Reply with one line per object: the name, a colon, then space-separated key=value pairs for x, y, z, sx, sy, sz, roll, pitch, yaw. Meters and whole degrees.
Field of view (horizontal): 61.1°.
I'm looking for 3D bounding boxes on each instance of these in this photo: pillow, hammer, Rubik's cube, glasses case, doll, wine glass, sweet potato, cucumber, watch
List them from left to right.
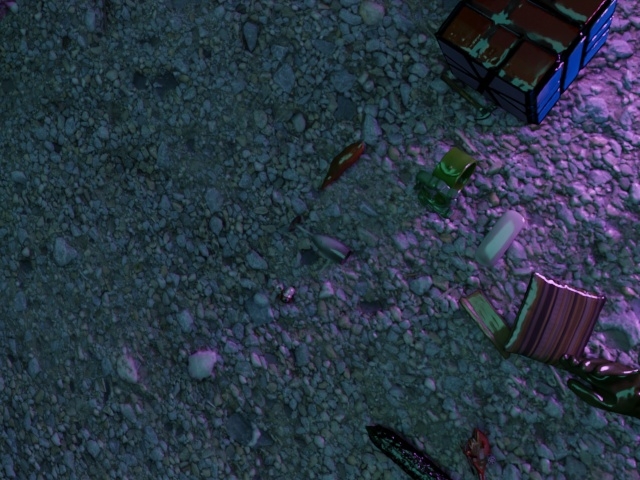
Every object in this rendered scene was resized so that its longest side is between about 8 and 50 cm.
doll: x=-0.117 y=0.155 z=1.647 sx=0.085 sy=0.040 sz=0.058 roll=19 pitch=82 yaw=18
wine glass: x=0.000 y=0.000 z=1.597 sx=0.198 sy=0.066 sz=0.066 roll=33 pitch=99 yaw=19
sweet potato: x=0.056 y=-0.219 z=1.591 sx=0.195 sy=0.056 sz=0.056 roll=-46 pitch=72 yaw=19
cucumber: x=0.242 y=0.593 z=1.456 sx=0.300 sy=0.072 sz=0.072 roll=35 pitch=100 yaw=20
watch: x=0.335 y=-0.164 z=1.440 sx=0.131 sy=0.165 sz=0.152 roll=36 pitch=76 yaw=21
hammer: x=0.393 y=-0.394 z=1.481 sx=0.062 sy=0.017 sz=0.182 roll=-48 pitch=70 yaw=13
glasses case: x=0.466 y=-0.004 z=1.414 sx=0.063 sy=0.041 sz=0.164 roll=37 pitch=101 yaw=22
Rubik's cube: x=0.488 y=-0.485 z=1.304 sx=0.293 sy=0.288 sz=0.283 roll=44 pitch=102 yaw=20
pillow: x=0.567 y=0.201 z=1.316 sx=0.212 sy=0.052 sz=0.208 roll=18 pitch=97 yaw=-12

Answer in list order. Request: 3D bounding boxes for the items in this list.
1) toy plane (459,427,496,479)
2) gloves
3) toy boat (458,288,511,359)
toy plane: x=0.408 y=0.574 z=1.377 sx=0.077 sy=0.126 sz=0.194 roll=-13 pitch=80 yaw=-7
gloves: x=0.685 y=0.342 z=1.272 sx=0.268 sy=0.107 sz=0.135 roll=33 pitch=108 yaw=3
toy boat: x=0.433 y=0.209 z=1.377 sx=0.061 sy=0.116 sz=0.188 roll=-39 pitch=74 yaw=10
